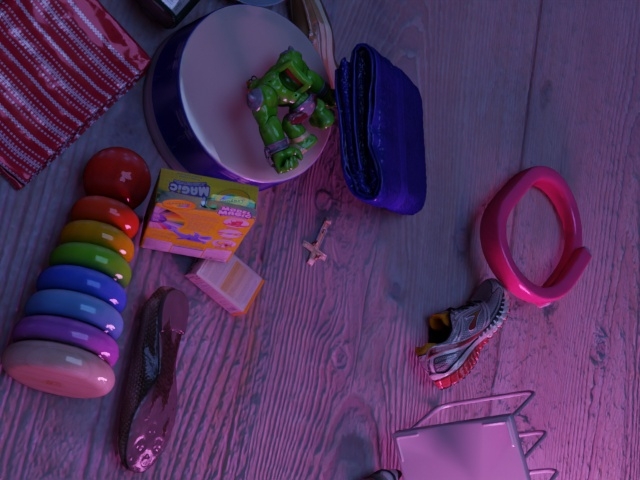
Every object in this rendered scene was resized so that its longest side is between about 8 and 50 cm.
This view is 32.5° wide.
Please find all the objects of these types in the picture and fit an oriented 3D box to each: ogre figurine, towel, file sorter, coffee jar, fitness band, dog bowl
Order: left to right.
[{"bbox_3d":[-0.369,-0.225,1.450,0.199,0.031,0.275,50,58,-18],"label":"towel"},{"bbox_3d":[-0.177,-0.388,1.545,0.079,0.096,0.184,43,78,-15],"label":"coffee jar"},{"bbox_3d":[-0.114,-0.201,1.585,0.265,0.104,0.264,7,78,-36],"label":"dog bowl"},{"bbox_3d":[-0.039,-0.189,1.513,0.197,0.097,0.118,-46,115,-28],"label":"ogre figurine"},{"bbox_3d":[0.092,-0.156,1.665,0.308,0.076,0.227,9,78,-72],"label":"towel"},{"bbox_3d":[0.265,0.391,1.693,0.173,0.193,0.277,-19,94,-60],"label":"file sorter"},{"bbox_3d":[0.380,-0.009,1.917,0.209,0.054,0.291,57,45,-11],"label":"fitness band"}]

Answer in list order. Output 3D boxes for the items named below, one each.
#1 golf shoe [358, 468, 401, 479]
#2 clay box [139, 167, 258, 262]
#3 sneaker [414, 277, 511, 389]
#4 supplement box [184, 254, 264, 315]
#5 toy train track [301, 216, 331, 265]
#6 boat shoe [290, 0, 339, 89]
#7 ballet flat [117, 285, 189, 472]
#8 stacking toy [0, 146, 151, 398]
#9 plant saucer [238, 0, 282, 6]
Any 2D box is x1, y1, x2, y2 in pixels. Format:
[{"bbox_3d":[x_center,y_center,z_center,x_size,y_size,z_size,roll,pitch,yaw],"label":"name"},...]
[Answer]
[{"bbox_3d":[0.118,0.439,1.668,0.086,0.067,0.186,-15,91,-38],"label":"golf shoe"},{"bbox_3d":[-0.159,-0.034,1.430,0.128,0.222,0.053,10,69,-13],"label":"clay box"},{"bbox_3d":[0.234,0.135,1.794,0.092,0.088,0.225,47,53,-9],"label":"sneaker"},{"bbox_3d":[-0.136,0.054,1.567,0.098,0.036,0.062,42,61,-23],"label":"supplement box"},{"bbox_3d":[0.000,0.000,1.690,0.048,0.014,0.083,36,63,-27],"label":"toy train track"},{"bbox_3d":[-0.019,-0.296,1.699,0.072,0.068,0.189,-19,94,-25],"label":"boat shoe"},{"bbox_3d":[-0.231,0.183,1.471,0.084,0.058,0.249,22,74,-55],"label":"ballet flat"},{"bbox_3d":[-0.297,0.027,1.408,0.141,0.141,0.330,26,61,-30],"label":"stacking toy"},{"bbox_3d":[-0.115,-0.444,1.667,0.195,0.037,0.194,7,78,-34],"label":"plant saucer"}]
